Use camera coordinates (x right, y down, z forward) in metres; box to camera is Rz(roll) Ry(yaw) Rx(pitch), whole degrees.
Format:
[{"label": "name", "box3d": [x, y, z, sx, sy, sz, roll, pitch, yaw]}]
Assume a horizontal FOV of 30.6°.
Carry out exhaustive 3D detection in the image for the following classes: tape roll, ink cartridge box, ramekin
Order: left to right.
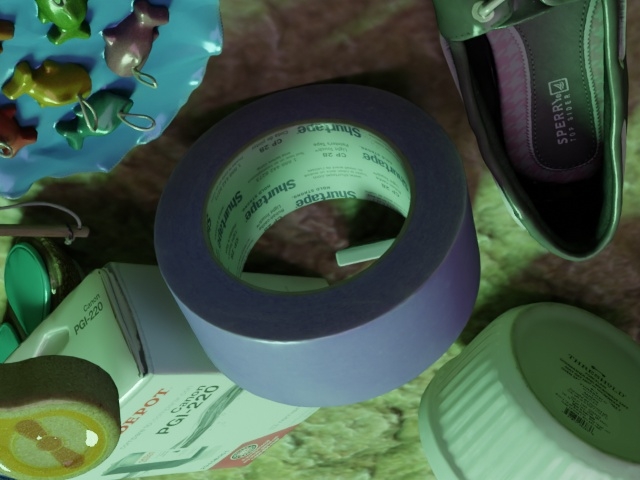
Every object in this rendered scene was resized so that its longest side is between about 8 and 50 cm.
[{"label": "ink cartridge box", "box3d": [-0.099, 0.097, 0.843, 0.218, 0.092, 0.158, 8, 139, -47]}, {"label": "tape roll", "box3d": [0.000, 0.000, 0.711, 0.189, 0.189, 0.080, -12, 143, 6]}, {"label": "ramekin", "box3d": [0.193, 0.144, 0.930, 0.207, 0.207, 0.109, 13, 129, -25]}]

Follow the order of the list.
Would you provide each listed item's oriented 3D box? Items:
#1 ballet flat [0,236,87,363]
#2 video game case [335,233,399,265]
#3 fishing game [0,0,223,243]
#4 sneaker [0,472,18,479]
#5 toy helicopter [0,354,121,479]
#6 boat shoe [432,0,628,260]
[{"label": "ballet flat", "box3d": [-0.200, 0.056, 0.864, 0.067, 0.073, 0.206, -18, 155, -34]}, {"label": "video game case", "box3d": [0.058, 0.001, 0.810, 0.087, 0.011, 0.122, -13, 180, 6]}, {"label": "fishing game", "box3d": [-0.131, -0.081, 0.582, 0.189, 0.041, 0.264, 5, 136, -45]}, {"label": "sneaker", "box3d": [-0.286, 0.292, 1.076, 0.129, 0.147, 0.330, -31, 137, 27]}, {"label": "toy helicopter", "box3d": [-0.266, 0.060, 0.613, 0.355, 0.140, 0.235, 14, 123, -29]}, {"label": "boat shoe", "box3d": [0.128, -0.111, 0.665, 0.112, 0.096, 0.335, -16, 142, 11]}]
